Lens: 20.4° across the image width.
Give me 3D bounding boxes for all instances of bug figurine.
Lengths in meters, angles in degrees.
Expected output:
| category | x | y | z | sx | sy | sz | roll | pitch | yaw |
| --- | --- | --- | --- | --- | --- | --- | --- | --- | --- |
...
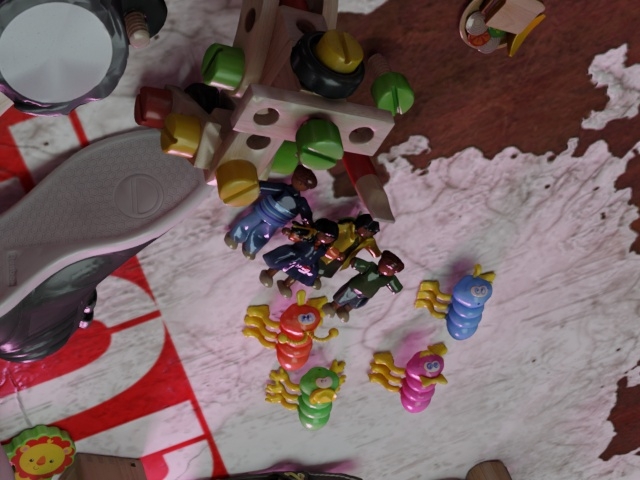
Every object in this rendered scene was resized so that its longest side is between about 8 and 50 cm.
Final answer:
| category | x | y | z | sx | sy | sz | roll | pitch | yaw |
| --- | --- | --- | --- | --- | --- | --- | --- | --- | --- |
| bug figurine | 0.059 | 0.117 | 1.875 | 0.279 | 0.072 | 0.216 | -9 | 139 | -16 |

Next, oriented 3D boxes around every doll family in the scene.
| category | x | y | z | sx | sy | sz | roll | pitch | yaw |
| --- | --- | --- | --- | --- | --- | --- | --- | --- | --- |
| doll family | 0.000 | 0.000 | 1.718 | 0.193 | 0.076 | 0.111 | 23 | 128 | -37 |

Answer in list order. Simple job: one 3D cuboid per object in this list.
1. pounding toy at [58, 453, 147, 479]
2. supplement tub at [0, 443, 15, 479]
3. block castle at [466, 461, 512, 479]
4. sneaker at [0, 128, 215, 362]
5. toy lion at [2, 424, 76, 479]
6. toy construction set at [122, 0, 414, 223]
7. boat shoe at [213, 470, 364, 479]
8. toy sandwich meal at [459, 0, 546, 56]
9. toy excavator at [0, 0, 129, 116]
| category | x | y | z | sx | sy | sz | roll | pitch | yaw |
| --- | --- | --- | --- | --- | --- | --- | --- | --- | --- |
| pounding toy | -0.212 | 0.331 | 1.883 | 0.094 | 0.206 | 0.181 | 11 | 130 | -34 |
| supplement tub | -0.413 | 0.337 | 1.772 | 0.235 | 0.235 | 0.325 | -11 | 139 | -14 |
| block castle | 0.113 | 0.497 | 2.216 | 0.453 | 0.213 | 0.303 | -27 | 140 | 6 |
| sneaker | -0.213 | 0.006 | 1.618 | 0.296 | 0.104 | 0.147 | -32 | 159 | -5 |
| toy lion | -0.310 | 0.234 | 1.869 | 0.100 | 0.034 | 0.096 | 1 | 128 | -26 |
| toy construction set | -0.021 | -0.098 | 1.464 | 0.257 | 0.237 | 0.309 | -38 | 137 | 17 |
| boat shoe | -0.048 | 0.302 | 2.025 | 0.228 | 0.081 | 0.068 | -8 | 142 | -13 |
| toy sandwich meal | 0.167 | -0.199 | 1.605 | 0.086 | 0.029 | 0.085 | -13 | 139 | -11 |
| toy excavator | -0.420 | -0.189 | 1.237 | 0.433 | 0.222 | 0.445 | -40 | 125 | 17 |
